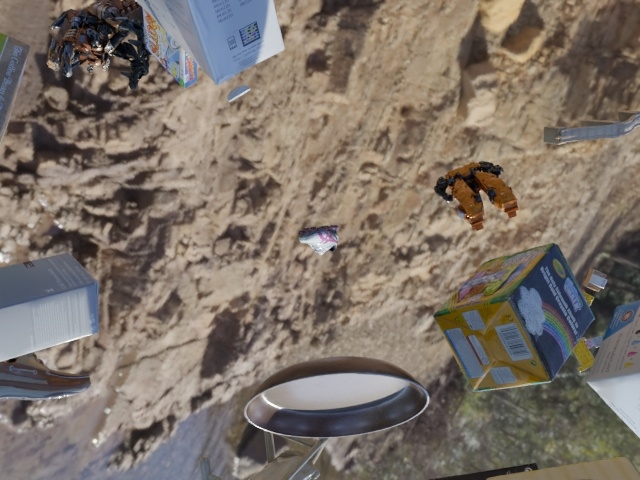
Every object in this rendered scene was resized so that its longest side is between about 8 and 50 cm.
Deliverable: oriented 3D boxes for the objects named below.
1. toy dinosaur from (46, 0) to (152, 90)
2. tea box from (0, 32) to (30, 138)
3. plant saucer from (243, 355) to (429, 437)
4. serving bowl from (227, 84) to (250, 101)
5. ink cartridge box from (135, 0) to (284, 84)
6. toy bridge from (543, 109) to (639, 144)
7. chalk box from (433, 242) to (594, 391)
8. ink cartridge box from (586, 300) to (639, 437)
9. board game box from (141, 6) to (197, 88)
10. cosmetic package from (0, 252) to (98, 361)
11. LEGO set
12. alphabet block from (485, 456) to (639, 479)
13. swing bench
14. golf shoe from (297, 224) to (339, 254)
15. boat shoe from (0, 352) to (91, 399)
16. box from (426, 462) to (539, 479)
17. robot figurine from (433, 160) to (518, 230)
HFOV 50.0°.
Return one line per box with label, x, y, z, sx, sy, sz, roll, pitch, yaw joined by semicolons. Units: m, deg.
toy dinosaur;-0.489;-0.489;1.601;0.322;0.218;0.164;-57;-175;-11
tea box;-0.687;-0.204;1.106;0.329;0.324;0.220;-38;-140;47
plant saucer;0.026;0.265;1.163;0.310;0.311;0.050;86;-1;-58
serving bowl;-0.269;-0.482;2.229;0.083;0.027;0.083;-29;-169;6
ink cartridge box;-0.205;-0.432;1.012;0.130;0.309;0.272;-32;145;-14
toy bridge;0.418;-0.167;1.023;0.188;0.063;0.026;-15;110;-27
chalk box;0.387;0.131;1.325;0.179;0.180;0.289;-22;-171;46
ink cartridge box;0.554;0.180;0.997;0.171;0.168;0.233;-50;-170;-34
board game box;-0.302;-0.416;1.376;0.035;0.136;0.201;-39;167;-23
cosmetic package;-0.475;0.107;1.045;0.238;0.127;0.107;-13;122;-39
LEGO set;0.672;0.220;1.735;0.107;0.132;0.287;21;62;-67
alphabet block;0.305;0.394;0.780;0.197;0.192;0.193;-89;169;-73
swing bench;-0.123;0.524;1.376;0.253;0.165;0.254;-20;123;-64
golf shoe;0.000;0.000;1.957;0.186;0.067;0.086;-5;94;-58
boat shoe;-0.689;0.311;1.591;0.324;0.123;0.116;11;72;-42
box;0.276;0.502;1.147;0.103;0.184;0.261;-97;180;-54
robot figurine;0.459;-0.142;2.028;0.291;0.211;0.085;-107;176;-61
